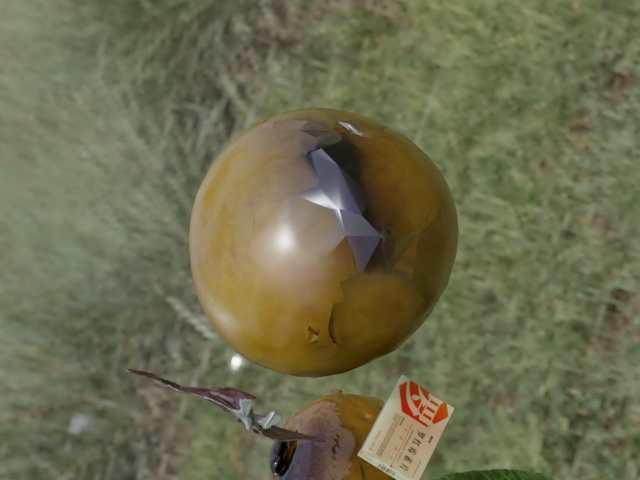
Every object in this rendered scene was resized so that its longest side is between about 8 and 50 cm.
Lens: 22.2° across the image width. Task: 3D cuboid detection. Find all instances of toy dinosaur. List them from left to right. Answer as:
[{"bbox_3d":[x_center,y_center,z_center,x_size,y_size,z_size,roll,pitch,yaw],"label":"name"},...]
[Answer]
[{"bbox_3d":[-0.086,0.158,1.567,0.032,0.220,0.108,-65,25,-3],"label":"toy dinosaur"}]

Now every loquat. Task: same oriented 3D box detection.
[{"bbox_3d":[0.000,0.000,1.392,0.235,0.235,0.235,-46,35,47],"label":"loquat"}]

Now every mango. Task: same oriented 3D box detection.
[{"bbox_3d":[0.025,0.291,1.762,0.201,0.153,0.287,67,-164,-48],"label":"mango"}]

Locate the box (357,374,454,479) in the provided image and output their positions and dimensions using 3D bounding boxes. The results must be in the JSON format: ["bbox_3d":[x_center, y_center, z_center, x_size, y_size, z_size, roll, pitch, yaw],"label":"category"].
[{"bbox_3d":[0.077,0.171,1.457,0.093,0.058,0.015,-58,0,-38],"label":"box"}]

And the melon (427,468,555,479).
[{"bbox_3d":[0.173,0.418,1.602,0.226,0.331,0.343,-19,69,16],"label":"melon"}]
